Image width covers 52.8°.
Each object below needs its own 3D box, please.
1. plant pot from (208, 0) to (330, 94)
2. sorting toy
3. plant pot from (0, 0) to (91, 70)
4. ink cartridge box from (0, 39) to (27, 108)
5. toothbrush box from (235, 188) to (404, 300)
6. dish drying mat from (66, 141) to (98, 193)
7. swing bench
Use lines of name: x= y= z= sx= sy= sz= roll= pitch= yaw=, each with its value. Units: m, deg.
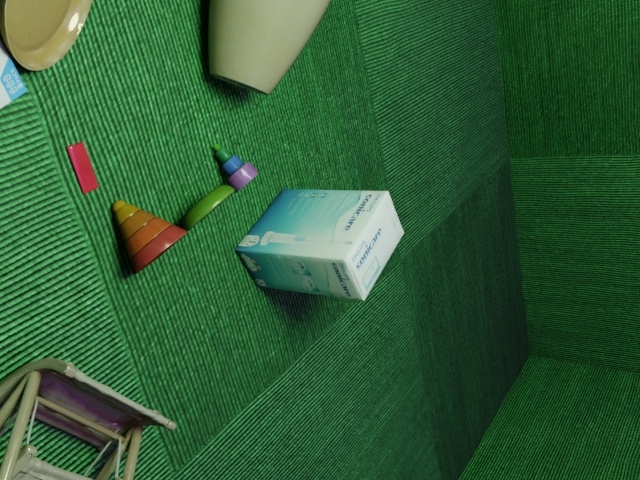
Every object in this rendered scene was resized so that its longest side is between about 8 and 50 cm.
plant pot: x=-0.118 y=-0.442 z=1.288 sx=0.257 sy=0.257 sz=0.273 roll=10 pitch=100 yaw=-54
sorting toy: x=-0.264 y=-0.087 z=1.237 sx=0.126 sy=0.127 sz=0.365 roll=49 pitch=45 yaw=-7
plant pot: x=-0.405 y=-0.369 z=0.952 sx=0.236 sy=0.033 sz=0.236 roll=22 pitch=90 yaw=-90
ink cartridge box: x=-0.503 y=-0.207 z=0.875 sx=0.181 sy=0.062 sz=0.104 roll=-58 pitch=143 yaw=-43
toothbrush box: x=0.000 y=0.000 z=1.415 sx=0.216 sy=0.296 sz=0.126 roll=-56 pitch=134 yaw=-36
dish drying mat: x=-0.403 y=-0.123 z=1.093 sx=0.032 sy=0.008 sz=0.083 roll=-36 pitch=122 yaw=-46
swing bench: x=-0.403 y=0.345 z=1.008 sx=0.253 sy=0.165 sz=0.254 roll=50 pitch=49 yaw=-43
